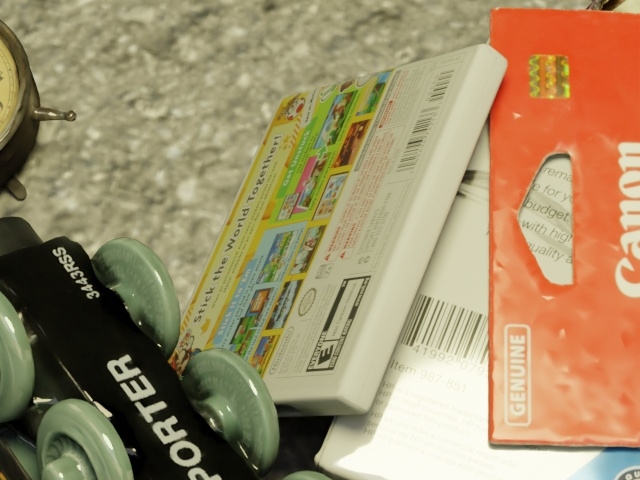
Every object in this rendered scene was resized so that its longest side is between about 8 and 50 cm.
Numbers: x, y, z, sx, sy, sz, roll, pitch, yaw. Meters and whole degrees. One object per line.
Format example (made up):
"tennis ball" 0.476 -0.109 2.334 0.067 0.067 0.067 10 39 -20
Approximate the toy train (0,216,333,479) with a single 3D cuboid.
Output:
"toy train" -0.105 0.144 1.070 0.142 0.190 0.334 -20 59 -39

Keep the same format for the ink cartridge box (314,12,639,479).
"ink cartridge box" 0.155 0.050 1.144 0.223 0.129 0.307 19 67 10

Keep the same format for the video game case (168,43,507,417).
"video game case" 0.000 0.000 1.149 0.026 0.206 0.227 34 66 -28

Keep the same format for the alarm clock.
"alarm clock" -0.257 -0.096 1.256 0.192 0.064 0.129 41 74 15

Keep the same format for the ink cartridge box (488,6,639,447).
"ink cartridge box" 0.213 -0.021 1.072 0.239 0.060 0.275 2 66 0

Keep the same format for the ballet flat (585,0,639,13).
"ballet flat" 0.242 -0.182 1.238 0.077 0.079 0.221 44 78 4
